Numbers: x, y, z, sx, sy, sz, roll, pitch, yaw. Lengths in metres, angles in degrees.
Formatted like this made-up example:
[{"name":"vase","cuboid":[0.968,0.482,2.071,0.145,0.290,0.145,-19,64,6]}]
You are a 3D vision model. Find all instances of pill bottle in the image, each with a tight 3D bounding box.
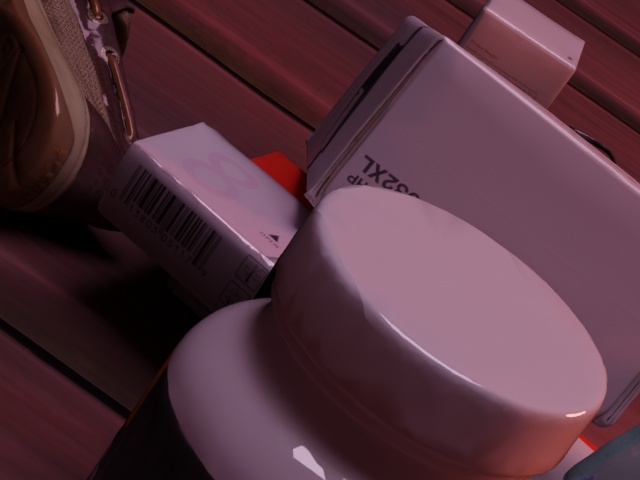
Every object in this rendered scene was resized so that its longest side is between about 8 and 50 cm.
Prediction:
[{"name":"pill bottle","cuboid":[-0.017,0.124,0.782,0.162,0.278,0.162,28,24,-14]}]

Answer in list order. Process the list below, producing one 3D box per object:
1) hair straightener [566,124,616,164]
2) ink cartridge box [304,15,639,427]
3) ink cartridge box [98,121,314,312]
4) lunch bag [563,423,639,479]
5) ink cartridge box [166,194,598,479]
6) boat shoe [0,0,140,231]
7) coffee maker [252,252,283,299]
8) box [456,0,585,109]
[{"name":"hair straightener","cuboid":[0.248,-0.035,1.700,0.089,0.047,0.230,19,24,-31]},{"name":"ink cartridge box","cuboid":[0.113,-0.026,1.240,0.223,0.129,0.307,38,7,-6]},{"name":"ink cartridge box","cuboid":[0.000,0.000,1.166,0.189,0.066,0.232,40,29,13]},{"name":"lunch bag","cuboid":[0.292,0.226,1.124,0.262,0.160,0.223,46,9,-40]},{"name":"ink cartridge box","cuboid":[0.069,0.076,1.246,0.275,0.060,0.239,41,27,15]},{"name":"boat shoe","cuboid":[-0.184,-0.136,1.260,0.123,0.123,0.342,24,29,-40]},{"name":"coffee maker","cuboid":[-0.023,0.095,0.949,0.120,0.178,0.171,10,34,-43]},{"name":"box","cuboid":[0.175,-0.164,1.778,0.101,0.087,0.102,34,25,-1]}]
